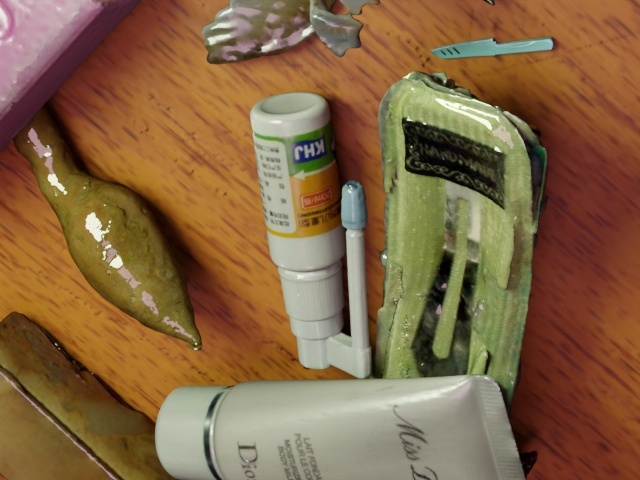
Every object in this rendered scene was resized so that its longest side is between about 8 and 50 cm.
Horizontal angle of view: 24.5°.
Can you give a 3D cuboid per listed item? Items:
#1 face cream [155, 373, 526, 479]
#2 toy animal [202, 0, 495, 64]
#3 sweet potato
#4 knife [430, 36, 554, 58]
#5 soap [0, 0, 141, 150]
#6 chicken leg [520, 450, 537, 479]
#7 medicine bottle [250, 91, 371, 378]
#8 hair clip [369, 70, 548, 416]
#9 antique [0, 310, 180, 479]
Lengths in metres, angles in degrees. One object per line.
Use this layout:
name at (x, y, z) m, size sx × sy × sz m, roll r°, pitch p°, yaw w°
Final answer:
face cream at (0.014, 0.158, 1.167) m, size 0.314 × 0.089 × 0.143 m, roll -2°, pitch 119°, yaw 30°
toy animal at (0.023, -0.184, 1.015) m, size 0.197 × 0.160 × 0.272 m, roll 29°, pitch 125°, yaw -4°
sweet potato at (-0.177, -0.019, 1.174) m, size 0.075 × 0.075 × 0.269 m, roll -37°, pitch 88°, yaw 26°
knife at (0.125, -0.142, 1.078) m, size 0.091 × 0.005 × 0.014 m, roll -4°, pitch 116°, yaw 16°
soap at (-0.277, -0.163, 1.102) m, size 0.259 × 0.081 × 0.181 m, roll -40°, pitch 88°, yaw 27°
chicken leg at (0.078, 0.209, 1.225) m, size 0.219 × 0.048 × 0.089 m, roll -19°, pitch 147°, yaw 20°
medicine bottle at (0.000, 0.000, 1.135) m, size 0.092 × 0.061 × 0.221 m, roll 19°, pitch 125°, yaw 43°
hair clip at (0.110, 0.016, 1.105) m, size 0.138 × 0.091 × 0.321 m, roll 26°, pitch 131°, yaw 29°
antique at (-0.188, 0.196, 1.265) m, size 0.310 × 0.093 × 0.087 m, roll 44°, pitch 117°, yaw -10°
